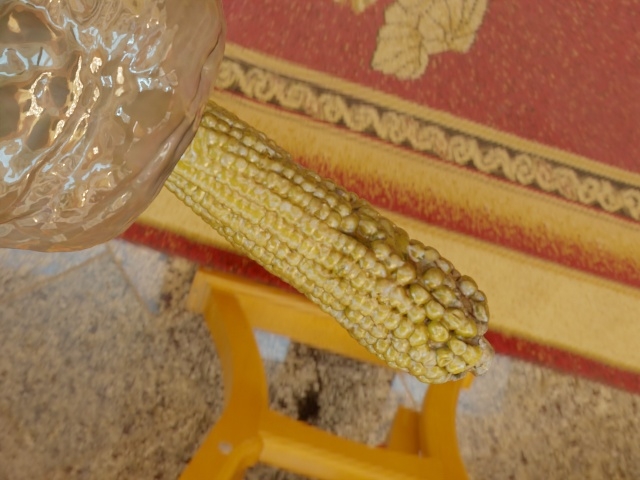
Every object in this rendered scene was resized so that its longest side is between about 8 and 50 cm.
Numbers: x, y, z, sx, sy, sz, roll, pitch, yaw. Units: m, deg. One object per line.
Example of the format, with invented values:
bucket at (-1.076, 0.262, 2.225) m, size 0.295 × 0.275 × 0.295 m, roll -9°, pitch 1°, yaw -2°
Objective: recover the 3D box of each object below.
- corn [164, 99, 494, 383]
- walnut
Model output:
corn at (0.000, 0.000, 0.873) m, size 0.320 × 0.097 × 0.097 m, roll 36°, pitch 110°, yaw -7°
walnut at (-0.160, -0.103, 0.621) m, size 0.224 × 0.224 × 0.224 m, roll 1°, pitch 113°, yaw 2°
